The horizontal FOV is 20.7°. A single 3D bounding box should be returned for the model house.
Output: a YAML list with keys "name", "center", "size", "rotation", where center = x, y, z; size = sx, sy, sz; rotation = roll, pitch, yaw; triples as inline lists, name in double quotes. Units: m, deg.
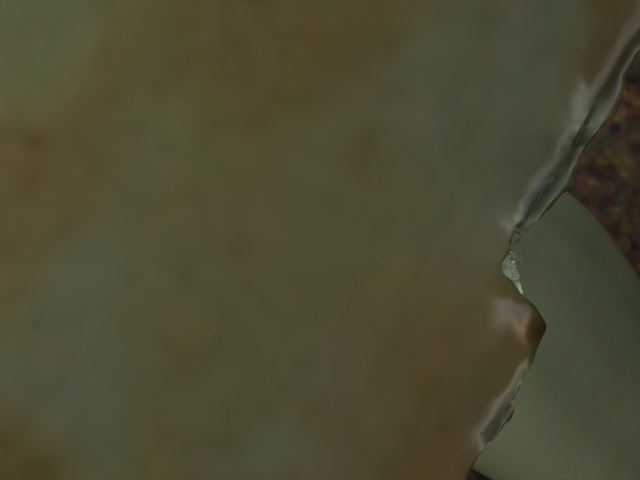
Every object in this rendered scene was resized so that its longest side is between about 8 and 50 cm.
- name: "model house"
  center: [-0.111, -0.081, 0.877]
  size: [0.445, 0.395, 0.400]
  rotation: [-58, 23, -7]

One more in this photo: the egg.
- name: "egg"
  center: [0.161, 0.077, 1.466]
  size: [0.230, 0.371, 0.230]
  rotation: [-39, 13, 10]
